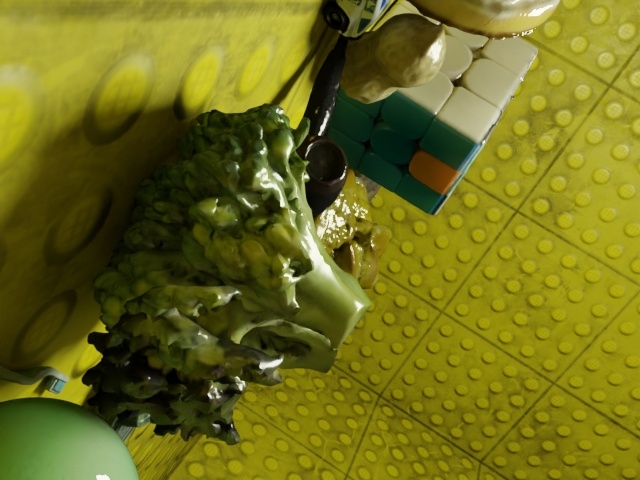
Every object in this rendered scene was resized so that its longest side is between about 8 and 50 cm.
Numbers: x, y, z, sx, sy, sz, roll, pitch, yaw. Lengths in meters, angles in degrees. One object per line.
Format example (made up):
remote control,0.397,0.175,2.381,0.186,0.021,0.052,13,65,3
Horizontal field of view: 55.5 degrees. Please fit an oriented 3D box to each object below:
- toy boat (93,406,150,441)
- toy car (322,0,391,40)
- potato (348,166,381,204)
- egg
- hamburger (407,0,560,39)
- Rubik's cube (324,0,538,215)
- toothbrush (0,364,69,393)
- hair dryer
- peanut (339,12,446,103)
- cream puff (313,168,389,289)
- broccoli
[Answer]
toy boat,-0.274,0.233,0.925,0.319,0.092,0.141,-57,173,8
toy car,0.058,-0.331,0.786,0.080,0.070,0.170,-55,173,-28
potato,0.098,-0.176,1.609,0.262,0.165,0.165,-57,176,40
egg,-0.265,0.264,0.512,0.269,0.220,0.220,-61,174,1
hamburger,0.240,-0.441,0.831,0.302,0.261,0.186,-58,172,-37
Rubik's cube,0.212,-0.283,1.246,0.291,0.292,0.290,-55,173,-26
toothbrush,-0.287,0.125,0.583,0.263,0.022,0.026,108,4,-70
hair dryer,-0.014,-0.178,0.898,0.304,0.120,0.359,-22,-134,68
peanut,0.095,-0.272,0.920,0.125,0.111,0.274,-42,-163,-12
cream puff,0.001,0.009,1.187,0.323,0.274,0.270,-60,-176,-3
broccoli,-0.100,0.022,0.602,0.334,0.272,0.324,-60,155,2
